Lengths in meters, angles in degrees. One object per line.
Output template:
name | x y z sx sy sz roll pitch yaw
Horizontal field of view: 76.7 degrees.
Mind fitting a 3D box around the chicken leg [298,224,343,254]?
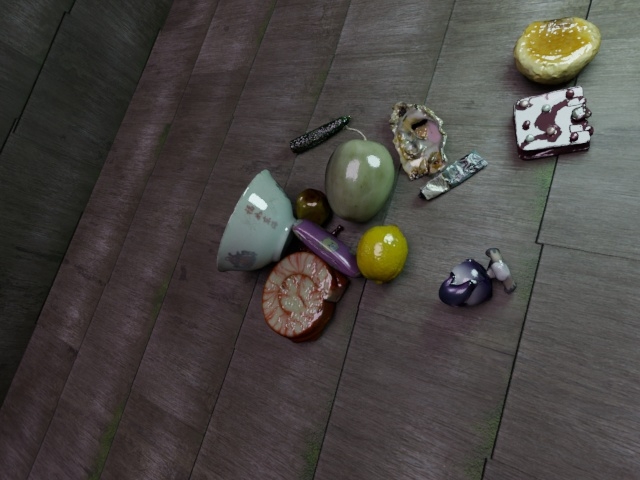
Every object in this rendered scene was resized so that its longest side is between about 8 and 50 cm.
chicken leg | -0.001 0.006 1.590 0.204 0.053 0.093 -16 51 20

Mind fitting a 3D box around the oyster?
oyster | 0.369 -0.382 1.488 0.201 0.106 0.355 -38 63 46

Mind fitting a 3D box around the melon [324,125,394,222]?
melon | 0.139 -0.221 1.467 0.271 0.271 0.308 36 109 34

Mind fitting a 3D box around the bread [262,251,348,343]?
bread | -0.074 0.206 1.520 0.295 0.114 0.328 24 87 34

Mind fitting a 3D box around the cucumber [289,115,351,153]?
cucumber | 0.002 -0.457 1.736 0.293 0.067 0.068 -21 64 20

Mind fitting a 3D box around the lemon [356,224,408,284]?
lemon | 0.210 0.046 1.379 0.180 0.180 0.193 4 107 31

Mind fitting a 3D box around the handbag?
handbag | 0.731 -0.372 1.283 0.216 0.074 0.204 -6 71 28

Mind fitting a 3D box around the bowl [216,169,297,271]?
bowl | -0.211 -0.038 1.575 0.195 0.435 0.435 24 85 3

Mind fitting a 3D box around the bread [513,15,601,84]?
bread | 0.758 -0.612 1.316 0.244 0.134 0.245 -10 67 24

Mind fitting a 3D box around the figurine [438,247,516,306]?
figurine | 0.466 0.132 1.226 0.222 0.145 0.146 -29 61 17

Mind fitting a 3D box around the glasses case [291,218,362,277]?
glasses case | 0.029 0.026 1.476 0.316 0.123 0.076 38 114 14

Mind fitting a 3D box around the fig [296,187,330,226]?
fig | -0.031 -0.118 1.595 0.154 0.143 0.166 35 112 63

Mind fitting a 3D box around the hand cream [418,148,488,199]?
hand cream | 0.451 -0.220 1.414 0.247 0.052 0.075 -33 82 10
